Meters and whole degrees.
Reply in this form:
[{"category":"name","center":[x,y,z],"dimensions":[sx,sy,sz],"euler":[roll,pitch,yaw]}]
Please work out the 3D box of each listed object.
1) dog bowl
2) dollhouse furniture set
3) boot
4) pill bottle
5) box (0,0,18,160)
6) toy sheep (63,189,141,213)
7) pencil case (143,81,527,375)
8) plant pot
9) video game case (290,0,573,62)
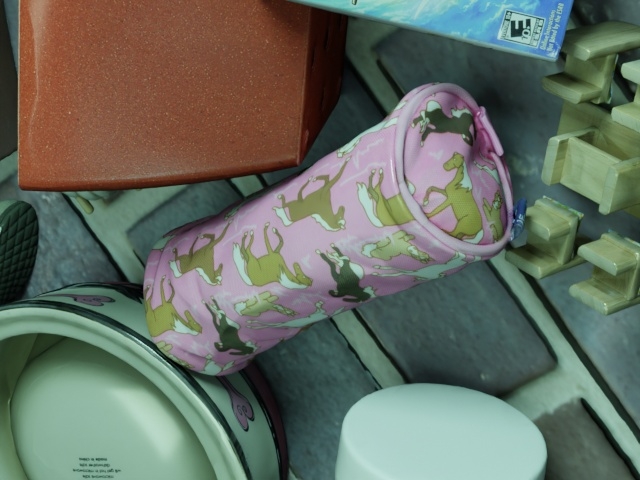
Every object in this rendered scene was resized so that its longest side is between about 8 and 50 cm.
[{"category":"dog bowl","center":[-0.213,0.224,1.794],"dimensions":[0.408,0.150,0.408],"euler":[10,116,22]},{"category":"dollhouse furniture set","center":[0.304,-0.049,1.440],"dimensions":[0.242,0.161,0.212],"euler":[32,125,38]},{"category":"boot","center":[-0.402,0.033,1.854],"dimensions":[0.161,0.083,0.246],"euler":[33,121,18]},{"category":"pill bottle","center":[0.094,0.350,1.644],"dimensions":[0.224,0.224,0.392],"euler":[16,118,21]},{"category":"box","center":[-0.421,-0.141,1.709],"dimensions":[0.168,0.203,0.167],"euler":[3,113,27]},{"category":"toy sheep","center":[-0.227,-0.078,1.708],"dimensions":[0.132,0.091,0.091],"euler":[-26,98,15]},{"category":"pencil case","center":[0.000,0.000,1.544],"dimensions":[0.386,0.167,0.160],"euler":[-27,54,42]},{"category":"plant pot","center":[-0.105,-0.191,1.504],"dimensions":[0.235,0.267,0.267],"euler":[10,116,9]},{"category":"video game case","center":[0.097,-0.296,1.342],"dimensions":[0.244,0.061,0.270],"euler":[11,99,-10]}]
